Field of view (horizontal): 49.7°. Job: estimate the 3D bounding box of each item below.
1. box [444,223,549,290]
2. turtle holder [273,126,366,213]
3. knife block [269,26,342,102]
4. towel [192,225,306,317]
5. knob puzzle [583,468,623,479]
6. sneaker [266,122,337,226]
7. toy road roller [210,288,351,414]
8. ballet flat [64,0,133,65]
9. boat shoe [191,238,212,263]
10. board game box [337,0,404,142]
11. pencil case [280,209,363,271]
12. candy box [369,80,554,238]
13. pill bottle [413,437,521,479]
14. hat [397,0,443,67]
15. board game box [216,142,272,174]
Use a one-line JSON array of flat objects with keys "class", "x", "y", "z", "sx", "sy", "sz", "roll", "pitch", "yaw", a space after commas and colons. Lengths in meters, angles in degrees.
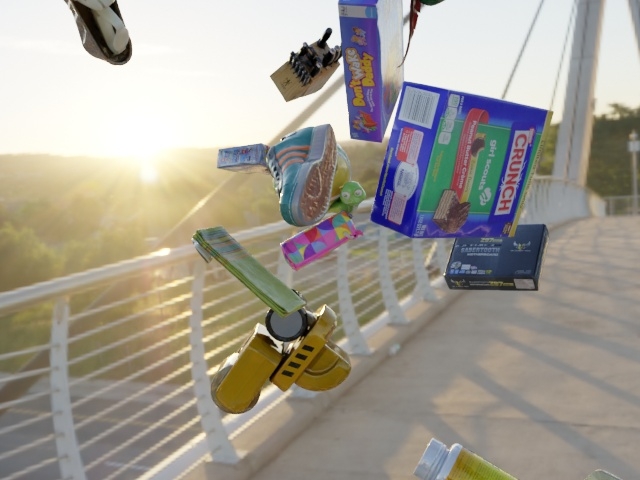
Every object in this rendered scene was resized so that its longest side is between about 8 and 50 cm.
[{"class": "box", "x": 0.450, "y": 0.041, "z": 1.764, "sx": 0.233, "sy": 0.059, "sz": 0.183, "roll": 0, "pitch": 46, "yaw": 31}, {"class": "turtle holder", "x": -0.019, "y": -0.196, "z": 2.106, "sx": 0.244, "sy": 0.227, "sz": 0.320, "roll": -10, "pitch": 51, "yaw": -9}, {"class": "knife block", "x": -0.002, "y": -0.473, "z": 1.829, "sx": 0.242, "sy": 0.088, "sz": 0.276, "roll": -31, "pitch": 4, "yaw": 31}, {"class": "towel", "x": -0.133, "y": 0.054, "z": 1.321, "sx": 0.237, "sy": 0.021, "sz": 0.102, "roll": 41, "pitch": 23, "yaw": 12}, {"class": "knob puzzle", "x": 0.512, "y": 0.491, "z": 1.191, "sx": 0.030, "sy": 0.213, "sz": 0.213, "roll": -6, "pitch": 5, "yaw": -43}, {"class": "sneaker", "x": -0.048, "y": -0.118, "z": 1.299, "sx": 0.121, "sy": 0.108, "sz": 0.302, "roll": -8, "pitch": 33, "yaw": 17}, {"class": "toy road roller", "x": -0.077, "y": 0.290, "z": 1.622, "sx": 0.241, "sy": 0.329, "sz": 0.202, "roll": 38, "pitch": 3, "yaw": -3}, {"class": "ballet flat", "x": -0.398, "y": -0.430, "z": 1.235, "sx": 0.107, "sy": 0.106, "sz": 0.316, "roll": -45, "pitch": -17, "yaw": -16}, {"class": "boat shoe", "x": -0.308, "y": 0.017, "z": 1.844, "sx": 0.045, "sy": 0.050, "sz": 0.135, "roll": -34, "pitch": 34, "yaw": -7}, {"class": "board game box", "x": 0.118, "y": -0.422, "z": 1.504, "sx": 0.078, "sy": 0.347, "sz": 0.233, "roll": 9, "pitch": 51, "yaw": 15}, {"class": "pencil case", "x": 0.000, "y": 0.000, "z": 2.028, "sx": 0.236, "sy": 0.104, "sz": 0.104, "roll": -29, "pitch": 9, "yaw": -5}, {"class": "candy box", "x": 0.270, "y": -0.143, "z": 1.306, "sx": 0.317, "sy": 0.268, "sz": 0.122, "roll": -2, "pitch": 21, "yaw": -41}, {"class": "pill bottle", "x": 0.295, "y": 0.480, "z": 1.356, "sx": 0.215, "sy": 0.117, "sz": 0.117, "roll": 29, "pitch": 17, "yaw": 15}, {"class": "hat", "x": 0.187, "y": -0.477, "z": 1.322, "sx": 0.183, "sy": 0.208, "sz": 0.173, "roll": -45, "pitch": 21, "yaw": -8}, {"class": "board game box", "x": -0.164, "y": -0.223, "z": 1.935, "sx": 0.194, "sy": 0.060, "sz": 0.194, "roll": 8, "pitch": -4, "yaw": -29}]
